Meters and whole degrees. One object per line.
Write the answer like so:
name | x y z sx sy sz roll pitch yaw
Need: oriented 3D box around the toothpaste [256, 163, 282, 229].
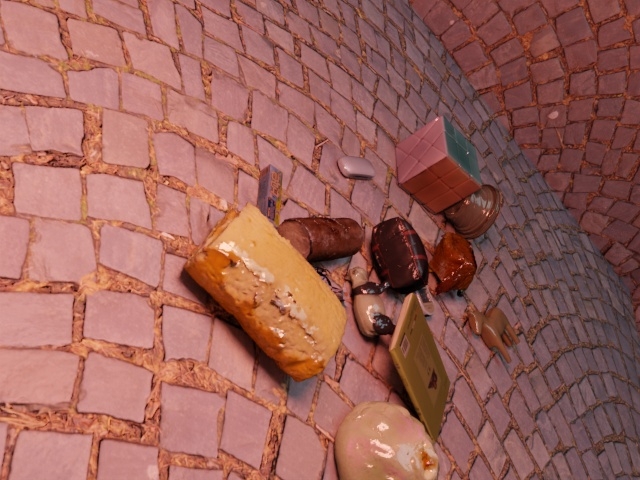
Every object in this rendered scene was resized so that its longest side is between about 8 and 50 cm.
toothpaste | -0.125 -0.104 1.726 0.070 0.044 0.193 33 42 -34

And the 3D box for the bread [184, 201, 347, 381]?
bread | -0.113 0.114 1.467 0.375 0.165 0.236 50 30 -13

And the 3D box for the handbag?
handbag | 0.240 0.051 1.988 0.169 0.155 0.215 33 37 -65

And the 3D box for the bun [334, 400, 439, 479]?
bun | 0.178 0.504 1.529 0.293 0.187 0.293 32 40 -32

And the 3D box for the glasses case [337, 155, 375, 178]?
glasses case | 0.118 -0.235 2.146 0.178 0.045 0.067 -1 66 -54

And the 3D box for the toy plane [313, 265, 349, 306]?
toy plane | 0.008 0.120 1.728 0.197 0.053 0.078 21 57 -42

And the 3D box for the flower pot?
flower pot | 0.551 -0.127 2.482 0.140 0.235 0.235 26 45 -25

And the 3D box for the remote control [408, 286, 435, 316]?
remote control | 0.295 0.128 2.097 0.087 0.047 0.244 5 60 -55

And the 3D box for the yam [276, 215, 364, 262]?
yam | -0.001 -0.001 1.738 0.280 0.131 0.131 -4 68 -58

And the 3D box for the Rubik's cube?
Rubik's cube | 0.427 -0.274 2.420 0.225 0.221 0.231 34 41 -33

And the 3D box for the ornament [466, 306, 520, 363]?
ornament | 0.606 0.316 2.346 0.245 0.061 0.230 57 35 -6

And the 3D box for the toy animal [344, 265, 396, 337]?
toy animal | 0.136 0.168 1.825 0.121 0.094 0.225 8 59 -39

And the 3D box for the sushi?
sushi | 0.451 0.086 2.254 0.167 0.179 0.296 20 29 -13

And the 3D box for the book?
book | 0.276 0.349 1.822 0.352 0.035 0.239 66 30 -25
